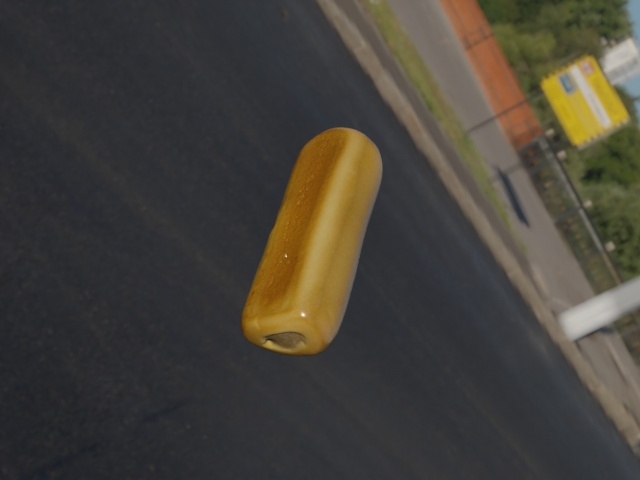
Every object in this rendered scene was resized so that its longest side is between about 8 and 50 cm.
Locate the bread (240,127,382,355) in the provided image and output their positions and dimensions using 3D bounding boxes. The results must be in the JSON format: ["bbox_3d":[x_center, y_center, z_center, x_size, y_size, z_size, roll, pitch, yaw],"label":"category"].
[{"bbox_3d":[0.000,0.000,1.033,0.074,0.092,0.239,47,45,-33],"label":"bread"}]
